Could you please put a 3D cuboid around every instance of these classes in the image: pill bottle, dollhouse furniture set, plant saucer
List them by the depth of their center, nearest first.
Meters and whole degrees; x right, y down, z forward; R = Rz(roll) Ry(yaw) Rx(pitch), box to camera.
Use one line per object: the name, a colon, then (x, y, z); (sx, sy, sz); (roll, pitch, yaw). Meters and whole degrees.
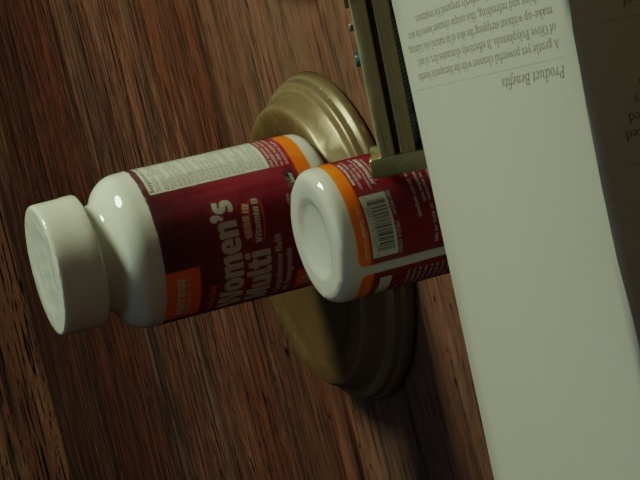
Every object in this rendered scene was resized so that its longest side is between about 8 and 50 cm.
dollhouse furniture set: (0.082, -0.124, 1.060); (0.184, 0.129, 0.129); (-78, -23, -80)
pill bottle: (0.065, -0.019, 1.088); (0.086, 0.152, 0.086); (166, 90, -70)
pill bottle: (-0.104, -0.002, 1.335); (0.121, 0.221, 0.121); (166, 90, -70)
plant saucer: (0.000, 0.000, 1.442); (0.278, 0.041, 0.278); (167, 90, -70)

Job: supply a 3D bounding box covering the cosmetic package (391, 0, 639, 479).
cosmetic package: (0.158, -0.006, 0.847); (0.197, 0.155, 0.365); (-177, 73, -70)
